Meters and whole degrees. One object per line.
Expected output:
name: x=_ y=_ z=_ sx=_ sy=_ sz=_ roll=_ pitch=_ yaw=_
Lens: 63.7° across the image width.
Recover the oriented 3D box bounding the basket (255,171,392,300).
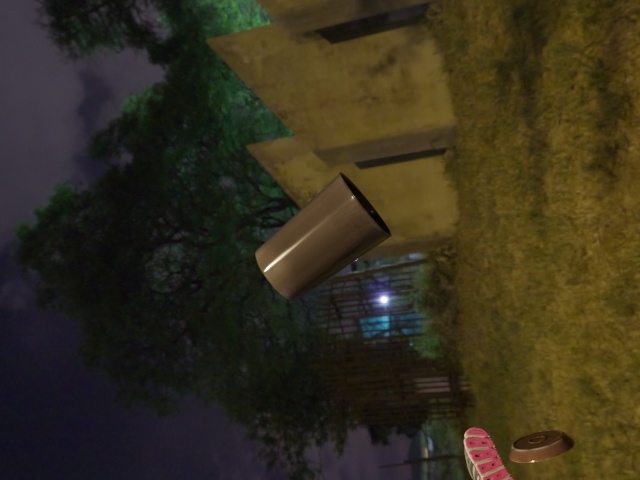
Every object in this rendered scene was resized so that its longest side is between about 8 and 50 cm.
basket: x=0.000 y=0.000 z=0.989 sx=0.154 sy=0.227 sz=0.204 roll=53 pitch=-170 yaw=9

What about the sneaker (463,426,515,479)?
sneaker: x=0.291 y=0.407 z=0.871 sx=0.075 sy=0.063 sz=0.170 roll=70 pitch=179 yaw=-59

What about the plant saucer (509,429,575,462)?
plant saucer: x=0.566 y=0.527 z=1.333 sx=0.168 sy=0.168 sz=0.029 roll=20 pitch=-131 yaw=-74
